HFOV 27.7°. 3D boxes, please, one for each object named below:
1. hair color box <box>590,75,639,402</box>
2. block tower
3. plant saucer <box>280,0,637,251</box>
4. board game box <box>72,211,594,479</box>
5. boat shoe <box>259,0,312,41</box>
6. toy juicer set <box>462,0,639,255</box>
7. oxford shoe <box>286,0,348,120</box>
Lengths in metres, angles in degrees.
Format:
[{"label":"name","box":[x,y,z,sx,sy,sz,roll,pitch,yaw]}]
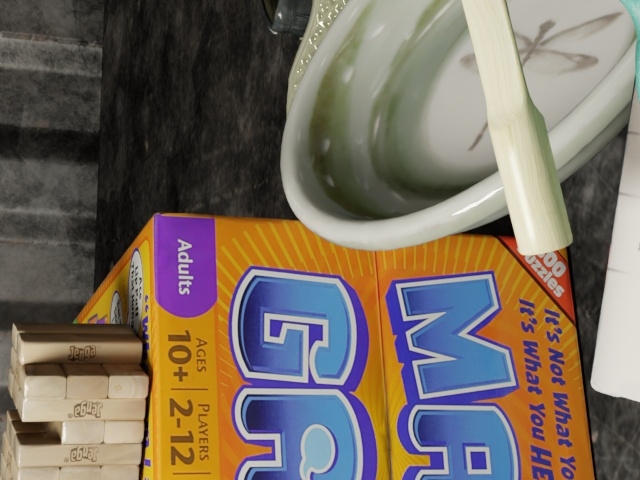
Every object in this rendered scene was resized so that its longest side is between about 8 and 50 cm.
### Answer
[{"label":"hair color box","box":[0.268,-0.069,0.702,0.174,0.105,0.347,15,101,46]},{"label":"block tower","box":[-0.195,0.234,0.968,0.091,0.097,0.335,-152,66,-68]},{"label":"plant saucer","box":[0.144,-0.141,0.983,0.400,0.100,0.400,-34,33,26]},{"label":"board game box","box":[-0.011,0.207,1.118,0.356,0.356,0.356,140,130,-63]},{"label":"boat shoe","box":[-0.050,-0.356,1.682,0.302,0.091,0.114,-117,36,-53]},{"label":"toy juicer set","box":[0.207,-0.047,0.635,0.329,0.089,0.209,17,116,35]},{"label":"oxford shoe","box":[0.059,-0.223,1.346,0.130,0.169,0.449,-37,-47,-61]}]
